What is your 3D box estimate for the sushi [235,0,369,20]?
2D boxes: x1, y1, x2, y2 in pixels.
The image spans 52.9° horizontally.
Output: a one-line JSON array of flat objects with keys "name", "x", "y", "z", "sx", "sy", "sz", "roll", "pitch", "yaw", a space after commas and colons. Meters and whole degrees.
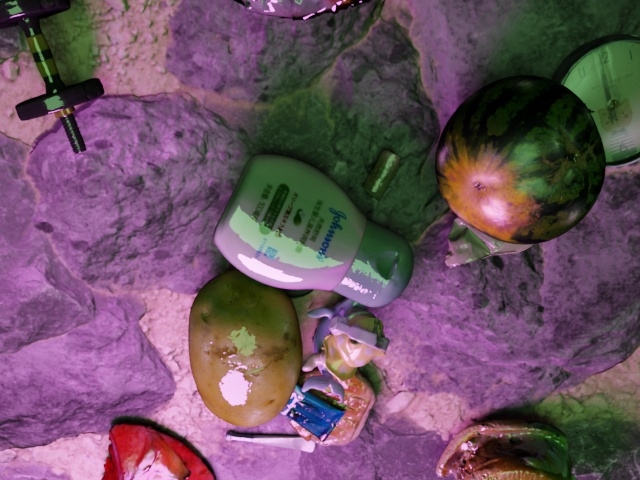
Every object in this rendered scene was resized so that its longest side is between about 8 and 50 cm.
[{"name": "sushi", "x": 0.005, "y": -0.483, "z": 0.904, "sx": 0.329, "sy": 0.285, "sz": 0.328, "roll": -20, "pitch": 105, "yaw": 30}]

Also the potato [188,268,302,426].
[{"name": "potato", "x": -0.140, "y": 0.202, "z": 1.188, "sx": 0.216, "sy": 0.216, "sz": 0.304, "roll": 7, "pitch": 108, "yaw": -2}]

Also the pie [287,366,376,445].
[{"name": "pie", "x": 0.017, "y": 0.336, "z": 1.321, "sx": 0.195, "sy": 0.046, "sz": 0.195, "roll": 0, "pitch": 111, "yaw": -1}]

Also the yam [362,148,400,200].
[{"name": "yam", "x": 0.110, "y": -0.117, "z": 1.150, "sx": 0.043, "sy": 0.043, "sz": 0.094, "roll": 27, "pitch": 107, "yaw": -10}]

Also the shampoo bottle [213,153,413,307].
[{"name": "shampoo bottle", "x": 0.000, "y": 0.000, "z": 1.128, "sx": 0.349, "sy": 0.151, "sz": 0.222, "roll": 26, "pitch": 77, "yaw": -10}]

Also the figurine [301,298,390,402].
[{"name": "figurine", "x": 0.044, "y": 0.197, "z": 1.200, "sx": 0.128, "sy": 0.184, "sz": 0.208, "roll": 22, "pitch": 83, "yaw": -29}]

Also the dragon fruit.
[{"name": "dragon fruit", "x": -0.349, "y": 0.561, "z": 1.386, "sx": 0.282, "sy": 0.100, "sz": 0.343, "roll": 9, "pitch": 112, "yaw": -8}]

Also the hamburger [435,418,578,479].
[{"name": "hamburger", "x": 0.390, "y": 0.461, "z": 1.299, "sx": 0.288, "sy": 0.167, "sz": 0.192, "roll": 13, "pitch": 111, "yaw": -4}]

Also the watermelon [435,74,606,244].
[{"name": "watermelon", "x": 0.317, "y": -0.125, "z": 1.033, "sx": 0.269, "sy": 0.269, "sz": 0.269, "roll": 0, "pitch": 111, "yaw": 0}]

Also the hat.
[{"name": "hat", "x": 0.305, "y": -0.012, "z": 1.146, "sx": 0.166, "sy": 0.122, "sz": 0.081, "roll": -7, "pitch": 121, "yaw": 26}]

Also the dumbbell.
[{"name": "dumbbell", "x": -0.446, "y": -0.296, "z": 1.031, "sx": 0.143, "sy": 0.143, "sz": 0.325, "roll": -14, "pitch": 110, "yaw": 6}]

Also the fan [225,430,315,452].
[{"name": "fan", "x": -0.106, "y": 0.425, "z": 1.371, "sx": 0.193, "sy": 0.016, "sz": 0.038, "roll": 7, "pitch": 108, "yaw": -3}]

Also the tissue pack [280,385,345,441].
[{"name": "tissue pack", "x": -0.028, "y": 0.344, "z": 1.288, "sx": 0.138, "sy": 0.028, "sz": 0.085, "roll": 32, "pitch": 109, "yaw": -12}]

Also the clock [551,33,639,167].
[{"name": "clock", "x": 0.503, "y": -0.234, "z": 1.100, "sx": 0.226, "sy": 0.049, "sz": 0.226, "roll": 0, "pitch": 112, "yaw": 0}]
